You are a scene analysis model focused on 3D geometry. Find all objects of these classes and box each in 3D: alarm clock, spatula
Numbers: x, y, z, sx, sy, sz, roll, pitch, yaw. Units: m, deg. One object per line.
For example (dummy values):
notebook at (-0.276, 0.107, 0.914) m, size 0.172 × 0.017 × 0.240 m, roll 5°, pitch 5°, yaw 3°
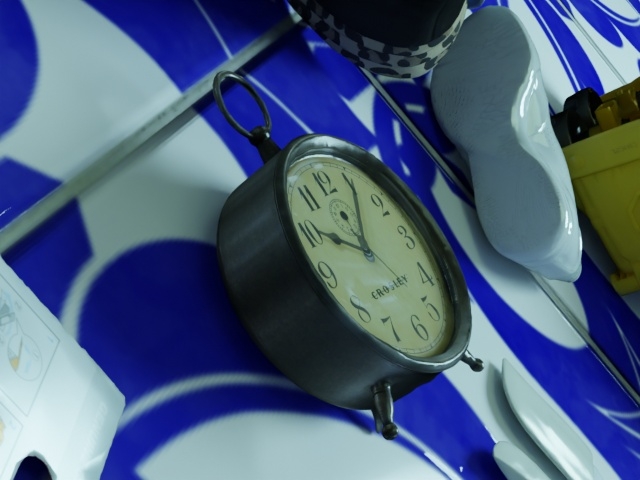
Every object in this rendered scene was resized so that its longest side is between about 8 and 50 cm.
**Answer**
alarm clock at (0.000, 0.000, 0.552) m, size 0.129 × 0.064 × 0.192 m, roll -20°, pitch 79°, yaw -58°
spatula at (0.168, 0.195, 0.637) m, size 0.242 × 0.019 × 0.168 m, roll 48°, pitch 26°, yaw -12°

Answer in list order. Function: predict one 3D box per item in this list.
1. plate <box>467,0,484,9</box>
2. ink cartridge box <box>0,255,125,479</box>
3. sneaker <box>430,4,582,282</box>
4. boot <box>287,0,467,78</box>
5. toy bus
plate at (0.067, -0.251, 0.832) m, size 0.188 × 0.024 × 0.188 m, roll 52°, pitch -6°, yaw 7°
ink cartridge box at (-0.163, 0.040, 0.326) m, size 0.189 × 0.066 × 0.232 m, roll -79°, pitch 146°, yaw -51°
sneaker at (0.138, -0.065, 0.810) m, size 0.094 × 0.080 × 0.212 m, roll 34°, pitch 42°, yaw -50°
boot at (-0.011, -0.269, 0.614) m, size 0.377 × 0.138 × 0.284 m, roll 59°, pitch -3°, yaw 7°
toy bus at (0.293, -0.038, 0.928) m, size 0.211 × 0.149 × 0.220 m, roll 64°, pitch 28°, yaw -9°
